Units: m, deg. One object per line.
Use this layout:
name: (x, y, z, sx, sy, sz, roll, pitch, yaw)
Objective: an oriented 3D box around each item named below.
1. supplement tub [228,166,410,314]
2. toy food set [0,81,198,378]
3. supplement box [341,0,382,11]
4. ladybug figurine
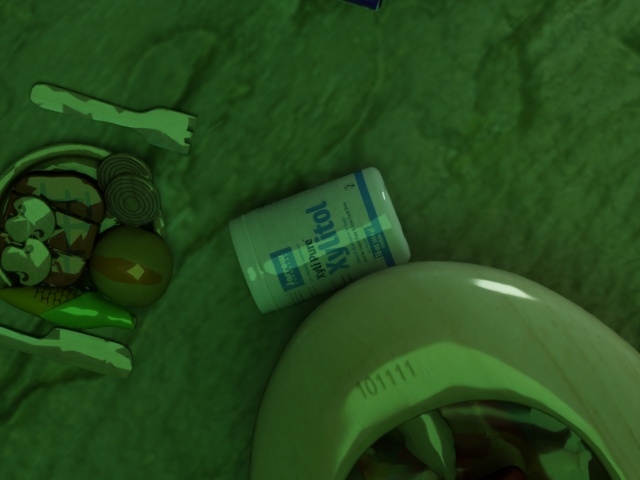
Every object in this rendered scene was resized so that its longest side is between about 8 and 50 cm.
supplement tub: (0.000, 0.000, 1.287, 0.107, 0.071, 0.071, -21, 105, 2)
toy food set: (-0.161, -0.003, 1.295, 0.132, 0.038, 0.192, 14, 104, -6)
supplement box: (0.012, -0.267, 1.195, 0.114, 0.111, 0.220, 16, 103, -6)
ladybug figurine: (0.126, 0.212, 1.295, 0.305, 0.162, 0.449, -25, 101, 6)
